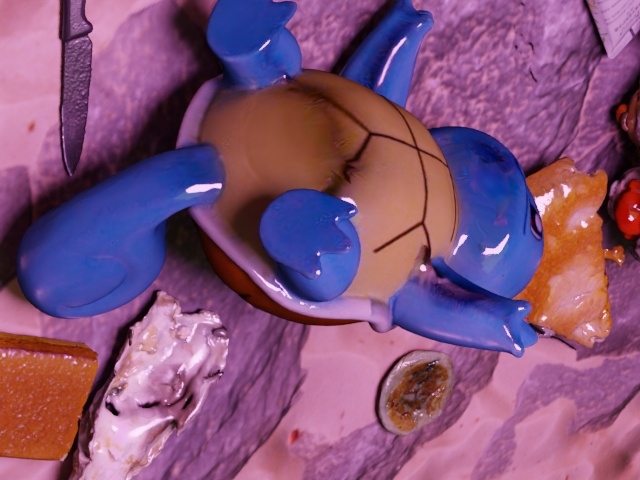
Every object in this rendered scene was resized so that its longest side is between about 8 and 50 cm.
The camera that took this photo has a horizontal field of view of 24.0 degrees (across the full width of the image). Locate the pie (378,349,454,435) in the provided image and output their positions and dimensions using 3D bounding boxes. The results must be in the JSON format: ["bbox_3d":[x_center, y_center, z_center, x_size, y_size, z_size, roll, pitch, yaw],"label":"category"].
[{"bbox_3d":[0.083,0.134,1.315,0.085,0.017,0.085,-15,120,-28],"label":"pie"}]

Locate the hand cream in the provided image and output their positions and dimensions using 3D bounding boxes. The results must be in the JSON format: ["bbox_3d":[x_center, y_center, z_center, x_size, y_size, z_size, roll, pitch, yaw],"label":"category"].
[{"bbox_3d":[0.225,-0.232,1.225,0.067,0.042,0.194,-51,136,-14],"label":"hand cream"}]

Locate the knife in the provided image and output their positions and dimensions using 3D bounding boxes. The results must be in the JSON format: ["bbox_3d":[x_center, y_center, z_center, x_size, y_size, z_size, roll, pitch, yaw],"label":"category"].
[{"bbox_3d":[-0.166,-0.122,1.020,0.023,0.010,0.170,-6,117,-26],"label":"knife"}]

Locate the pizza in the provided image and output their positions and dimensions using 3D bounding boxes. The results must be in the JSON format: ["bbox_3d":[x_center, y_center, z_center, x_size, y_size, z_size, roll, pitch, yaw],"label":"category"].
[{"bbox_3d":[0.200,0.022,1.308,0.154,0.069,0.194,-44,130,-8],"label":"pizza"}]

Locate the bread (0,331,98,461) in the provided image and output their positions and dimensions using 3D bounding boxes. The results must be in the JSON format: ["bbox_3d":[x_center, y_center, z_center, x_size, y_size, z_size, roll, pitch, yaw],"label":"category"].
[{"bbox_3d":[-0.216,0.112,1.082,0.094,0.035,0.090,11,105,-38],"label":"bread"}]

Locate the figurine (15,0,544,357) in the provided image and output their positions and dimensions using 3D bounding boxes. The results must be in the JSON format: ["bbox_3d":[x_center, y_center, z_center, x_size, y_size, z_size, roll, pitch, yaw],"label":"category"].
[{"bbox_3d":[0.007,-0.024,1.059,0.416,0.298,0.243,-4,144,-30],"label":"figurine"}]

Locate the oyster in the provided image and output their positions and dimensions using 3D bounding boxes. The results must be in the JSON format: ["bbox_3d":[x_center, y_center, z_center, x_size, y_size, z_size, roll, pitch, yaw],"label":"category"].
[{"bbox_3d":[-0.146,0.127,1.140,0.200,0.061,0.106,-45,112,-12],"label":"oyster"}]

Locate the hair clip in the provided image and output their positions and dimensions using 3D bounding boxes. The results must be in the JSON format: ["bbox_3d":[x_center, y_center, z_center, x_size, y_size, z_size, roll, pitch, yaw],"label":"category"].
[{"bbox_3d":[0.307,-0.128,1.293,0.138,0.091,0.321,-25,130,-62],"label":"hair clip"}]
